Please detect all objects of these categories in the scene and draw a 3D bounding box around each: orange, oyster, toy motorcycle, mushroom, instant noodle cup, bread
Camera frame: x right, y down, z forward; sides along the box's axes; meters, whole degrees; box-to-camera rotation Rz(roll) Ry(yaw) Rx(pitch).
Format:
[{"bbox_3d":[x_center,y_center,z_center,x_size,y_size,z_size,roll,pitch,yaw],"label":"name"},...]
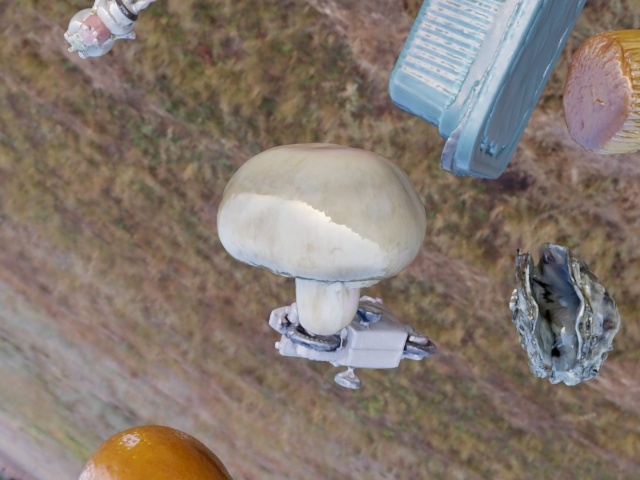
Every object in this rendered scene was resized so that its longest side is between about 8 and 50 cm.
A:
[{"bbox_3d":[-0.168,0.316,1.024,0.171,0.240,0.240,3,-177,-34],"label":"orange"},{"bbox_3d":[0.321,0.105,1.268,0.158,0.162,0.351,11,169,26],"label":"oyster"},{"bbox_3d":[0.037,0.129,1.373,0.260,0.110,0.171,8,-169,-39],"label":"toy motorcycle"},{"bbox_3d":[0.000,0.000,1.182,0.254,0.234,0.260,3,-168,1],"label":"mushroom"},{"bbox_3d":[0.107,-0.128,0.584,0.070,0.179,0.157,26,-171,18],"label":"instant noodle cup"},{"bbox_3d":[0.457,-0.232,1.506,0.104,0.199,0.199,-6,174,-17],"label":"bread"}]

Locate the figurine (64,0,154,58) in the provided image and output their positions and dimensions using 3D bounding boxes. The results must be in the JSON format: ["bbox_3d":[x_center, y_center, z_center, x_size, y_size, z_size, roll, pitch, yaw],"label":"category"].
[{"bbox_3d":[-0.309,-0.313,1.415,0.081,0.098,0.146,35,149,-33],"label":"figurine"}]
